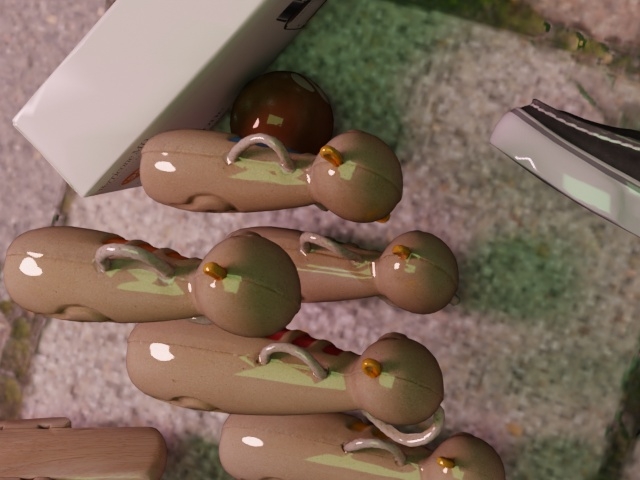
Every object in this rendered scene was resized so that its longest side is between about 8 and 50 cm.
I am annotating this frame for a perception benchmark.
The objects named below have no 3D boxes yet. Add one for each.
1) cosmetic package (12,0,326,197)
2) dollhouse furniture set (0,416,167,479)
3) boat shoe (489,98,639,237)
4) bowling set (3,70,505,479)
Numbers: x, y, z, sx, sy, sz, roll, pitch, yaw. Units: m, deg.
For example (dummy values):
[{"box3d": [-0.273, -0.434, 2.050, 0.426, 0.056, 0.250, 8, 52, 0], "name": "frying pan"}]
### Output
[{"box3d": [-0.041, -0.125, 0.742, 0.239, 0.099, 0.060, -45, 81, 16], "name": "cosmetic package"}, {"box3d": [-0.102, 0.286, 0.742, 0.198, 0.286, 0.303, -1, 111, -1], "name": "dollhouse furniture set"}, {"box3d": [0.194, -0.022, 0.693, 0.228, 0.080, 0.076, 28, 96, 12], "name": "boat shoe"}, {"box3d": [0.000, 0.000, 0.698, 0.154, 0.287, 0.200, 4, 68, 25], "name": "bowling set"}]
